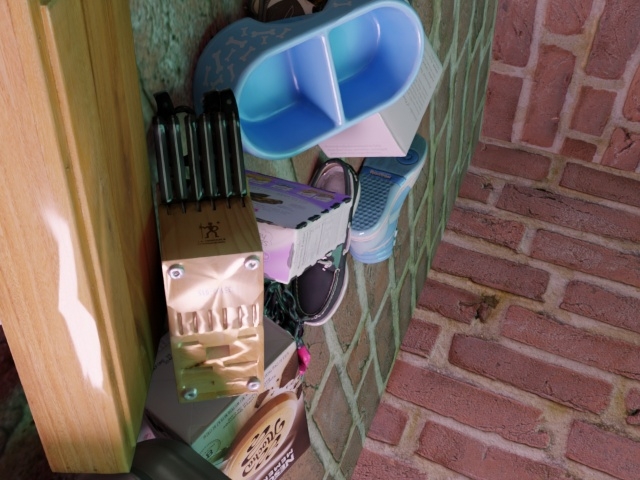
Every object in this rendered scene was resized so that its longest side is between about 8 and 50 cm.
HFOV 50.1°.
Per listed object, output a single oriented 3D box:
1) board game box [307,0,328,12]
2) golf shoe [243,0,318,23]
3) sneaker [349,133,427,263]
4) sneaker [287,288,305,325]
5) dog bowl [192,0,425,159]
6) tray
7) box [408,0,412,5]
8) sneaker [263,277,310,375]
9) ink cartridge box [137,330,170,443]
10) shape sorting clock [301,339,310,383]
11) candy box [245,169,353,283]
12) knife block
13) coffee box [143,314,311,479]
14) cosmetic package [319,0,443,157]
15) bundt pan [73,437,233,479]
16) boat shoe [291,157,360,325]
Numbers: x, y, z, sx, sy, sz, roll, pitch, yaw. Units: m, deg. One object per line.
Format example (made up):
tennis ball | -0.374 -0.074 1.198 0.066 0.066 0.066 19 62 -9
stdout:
board game box | 0.001 -0.296 0.925 0.026 0.126 0.186 15 93 -31
golf shoe | -0.050 -0.217 0.870 0.077 0.094 0.198 -56 158 -47
sneaker | 0.147 -0.087 1.577 0.319 0.127 0.208 -54 155 -25
sneaker | -0.030 0.128 1.295 0.067 0.078 0.188 90 25 -45
dog bowl | -0.002 -0.199 0.809 0.297 0.074 0.165 -29 133 -17
tray | -0.184 -0.025 0.532 0.202 0.076 0.410 -91 -176 -52
box | 0.095 -0.347 1.256 0.233 0.059 0.183 -43 147 -57
sneaker | -0.077 0.113 1.075 0.299 0.112 0.120 81 30 -54
ink cartridge box | -0.209 0.220 0.905 0.232 0.066 0.189 -40 150 -24
shape sorting clock | -0.079 0.287 1.360 0.206 0.040 0.206 -51 151 -44
candy box | -0.071 -0.025 0.861 0.196 0.165 0.070 -34 137 -64
knife block | -0.117 -0.008 0.699 0.242 0.088 0.275 -108 -163 -50
coffee box | -0.115 0.227 0.878 0.168 0.119 0.297 -43 151 -26
cosmetic package | 0.067 -0.241 1.037 0.151 0.151 0.183 48 58 -42
bundt pan | -0.227 0.319 0.649 0.331 0.124 0.331 -45 168 -12
boat shoe | 0.000 0.000 1.229 0.091 0.115 0.302 41 55 -73
